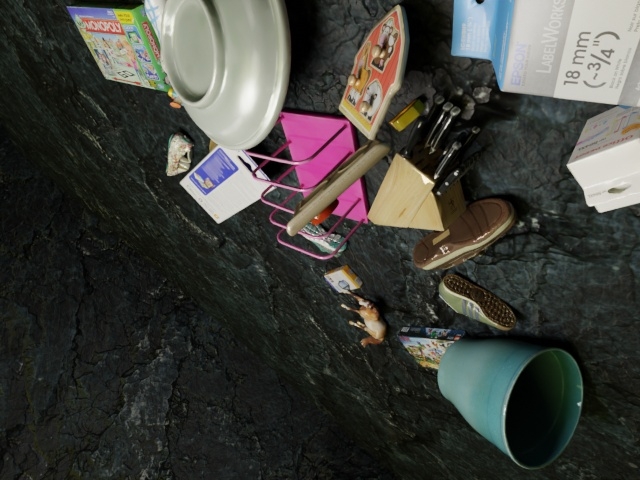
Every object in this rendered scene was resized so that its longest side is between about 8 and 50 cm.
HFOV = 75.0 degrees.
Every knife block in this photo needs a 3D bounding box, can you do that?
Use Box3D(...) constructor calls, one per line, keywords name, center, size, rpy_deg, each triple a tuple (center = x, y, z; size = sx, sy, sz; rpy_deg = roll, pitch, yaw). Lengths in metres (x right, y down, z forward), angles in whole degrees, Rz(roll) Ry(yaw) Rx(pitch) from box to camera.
Box3D(name="knife block", center=(0.183, -0.145, 0.821), size=(0.275, 0.088, 0.242), rpy_deg=(9, 130, 52))

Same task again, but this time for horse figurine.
Box3D(name="horse figurine", center=(0.157, 0.266, 1.394), size=(0.174, 0.066, 0.263), rpy_deg=(16, 139, 45))

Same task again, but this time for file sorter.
Box3D(name="file sorter", center=(-0.029, -0.128, 0.990), size=(0.202, 0.182, 0.291), rpy_deg=(19, 143, 33))

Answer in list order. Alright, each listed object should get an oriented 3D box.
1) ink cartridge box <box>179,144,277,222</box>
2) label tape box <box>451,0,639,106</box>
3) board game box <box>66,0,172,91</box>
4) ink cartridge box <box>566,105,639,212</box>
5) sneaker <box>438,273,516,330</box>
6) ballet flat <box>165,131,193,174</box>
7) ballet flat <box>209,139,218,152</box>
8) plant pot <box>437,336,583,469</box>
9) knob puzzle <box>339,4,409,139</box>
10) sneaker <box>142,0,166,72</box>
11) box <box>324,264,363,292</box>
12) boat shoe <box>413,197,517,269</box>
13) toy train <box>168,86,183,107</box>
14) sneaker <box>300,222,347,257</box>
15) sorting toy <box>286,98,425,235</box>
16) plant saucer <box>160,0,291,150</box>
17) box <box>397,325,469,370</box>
Box3D(name="ink cartridge box", center=(-0.261, -0.172, 1.185), size=(0.176, 0.069, 0.370), rpy_deg=(49, 146, -16))
Box3D(name="label tape box", center=(0.299, -0.300, 0.488), size=(0.333, 0.106, 0.241), rpy_deg=(20, 143, 31))
Box3D(name="board game box", center=(-0.559, -0.550, 1.177), size=(0.317, 0.046, 0.214), rpy_deg=(21, 144, 30))
Box3D(name="ink cartridge box", center=(0.411, -0.113, 0.560), size=(0.090, 0.143, 0.092), rpy_deg=(48, 148, -11))
Box3D(name="sneaker", center=(0.376, 0.158, 1.026), size=(0.192, 0.064, 0.086), rpy_deg=(34, 156, 12))
Box3D(name="ballet flat", center=(-0.474, -0.273, 1.401), size=(0.077, 0.091, 0.241), rpy_deg=(23, 156, -14))
Box3D(name="ballet flat", center=(-0.304, -0.233, 1.288), size=(0.073, 0.080, 0.232), rpy_deg=(60, 154, 24))
Box3D(name="plant pot", center=(0.441, 0.363, 1.032), size=(0.272, 0.271, 0.255), rpy_deg=(54, 160, -20))
Box3D(name="knob puzzle", center=(0.085, -0.288, 0.693), size=(0.029, 0.213, 0.213), rpy_deg=(10, 158, -23))
Box3D(name="sneaker", center=(-0.350, -0.497, 0.986), size=(0.086, 0.085, 0.237), rpy_deg=(16, 145, 10))
Box3D(name="box", center=(0.070, 0.127, 1.352), size=(0.081, 0.028, 0.136), rpy_deg=(48, 151, -11))
Box3D(name="boat shoe", center=(0.313, -0.006, 0.881), size=(0.095, 0.095, 0.257), rpy_deg=(17, 151, -25))
Box3D(name="toy train", center=(-0.345, -0.371, 1.129), size=(0.166, 0.046, 0.125), rpy_deg=(9, 161, 46))
Box3D(name="sneaker", center=(0.000, 0.000, 1.238), size=(0.166, 0.065, 0.076), rpy_deg=(32, 152, 18))
Box3D(name="sorting toy", center=(0.070, -0.130, 0.738), size=(0.041, 0.307, 0.229), rpy_deg=(47, -168, -9))
Box3D(name="plant saucer", center=(-0.221, -0.377, 0.823), size=(0.400, 0.100, 0.401), rpy_deg=(20, 120, 41))
Box3D(name="box", center=(0.367, 0.336, 1.268), size=(0.233, 0.044, 0.159), rpy_deg=(-10, 122, 53))
